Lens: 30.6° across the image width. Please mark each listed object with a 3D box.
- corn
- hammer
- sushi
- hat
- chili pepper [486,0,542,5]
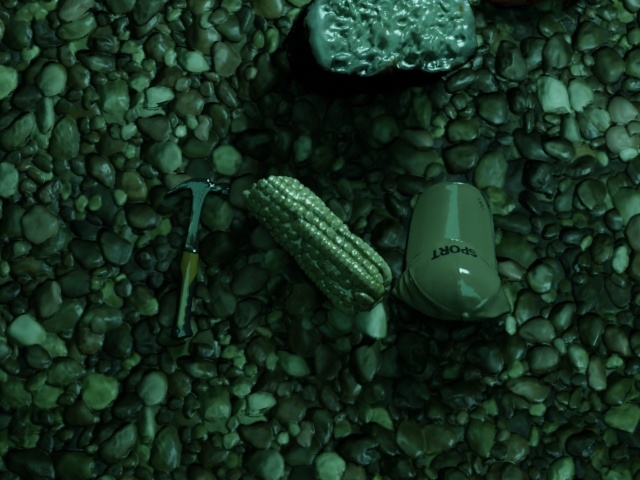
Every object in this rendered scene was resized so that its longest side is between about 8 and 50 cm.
[{"bbox_3d":[0.000,0.000,1.426,0.087,0.087,0.211,-42,84,-8],"label":"corn"},{"bbox_3d":[-0.163,0.021,1.433,0.078,0.021,0.201,8,83,-5],"label":"hammer"},{"bbox_3d":[0.072,-0.245,1.431,0.225,0.127,0.124,-8,85,-13],"label":"sushi"},{"bbox_3d":[0.164,0.013,1.436,0.147,0.085,0.175,0,85,-5],"label":"hat"},{"bbox_3d":[0.295,-0.342,1.504,0.191,0.050,0.059,-20,90,5],"label":"chili pepper"}]
